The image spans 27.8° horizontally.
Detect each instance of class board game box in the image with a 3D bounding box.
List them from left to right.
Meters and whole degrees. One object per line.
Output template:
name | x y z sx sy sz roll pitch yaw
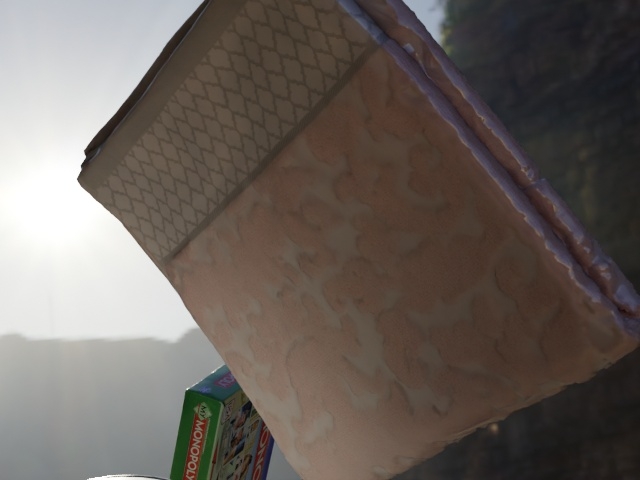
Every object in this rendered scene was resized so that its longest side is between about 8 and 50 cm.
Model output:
board game box | -0.114 0.284 1.429 0.046 0.317 0.213 16 16 16

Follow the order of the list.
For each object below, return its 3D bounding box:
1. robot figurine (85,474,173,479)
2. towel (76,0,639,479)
robot figurine | -0.104 0.227 0.676 0.300 0.199 0.353 25 -10 -4
towel | 0.000 0.000 0.819 0.053 0.317 0.332 -38 -1 -39
